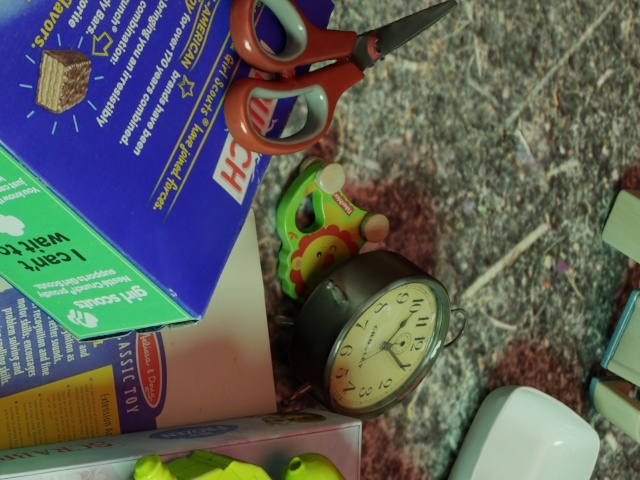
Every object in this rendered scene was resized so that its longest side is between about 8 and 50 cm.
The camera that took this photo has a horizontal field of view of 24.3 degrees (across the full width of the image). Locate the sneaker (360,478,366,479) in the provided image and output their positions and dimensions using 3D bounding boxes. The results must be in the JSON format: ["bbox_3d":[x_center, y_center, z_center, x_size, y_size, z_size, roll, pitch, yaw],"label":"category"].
[{"bbox_3d":[0.069,0.280,1.198,0.118,0.110,0.292,-50,132,-31],"label":"sneaker"}]

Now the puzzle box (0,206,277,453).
[{"bbox_3d":[-0.144,0.195,1.035,0.272,0.052,0.408,-15,106,-36],"label":"puzzle box"}]

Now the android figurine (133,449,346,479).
[{"bbox_3d":[-0.058,0.248,0.954,0.248,0.056,0.273,-50,124,-25],"label":"android figurine"}]

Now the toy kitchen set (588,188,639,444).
[{"bbox_3d":[0.335,0.073,1.390,0.166,0.122,0.207,3,115,-40],"label":"toy kitchen set"}]

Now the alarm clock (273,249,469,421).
[{"bbox_3d":[0.049,0.071,1.152,0.192,0.064,0.129,2,116,-44],"label":"alarm clock"}]

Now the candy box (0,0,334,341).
[{"bbox_3d":[-0.159,-0.137,0.886,0.317,0.122,0.268,45,51,-34],"label":"candy box"}]

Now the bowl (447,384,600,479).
[{"bbox_3d":[0.167,0.202,1.289,0.142,0.053,0.142,34,75,-38],"label":"bowl"}]

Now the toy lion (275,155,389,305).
[{"bbox_3d":[0.000,0.000,1.137,0.096,0.034,0.100,-50,125,-12],"label":"toy lion"}]

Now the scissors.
[{"bbox_3d":[0.024,-0.117,1.008,0.297,0.021,0.109,-11,95,-57],"label":"scissors"}]

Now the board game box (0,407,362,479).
[{"bbox_3d":[-0.113,0.287,0.990,0.319,0.066,0.317,-2,95,-40],"label":"board game box"}]
